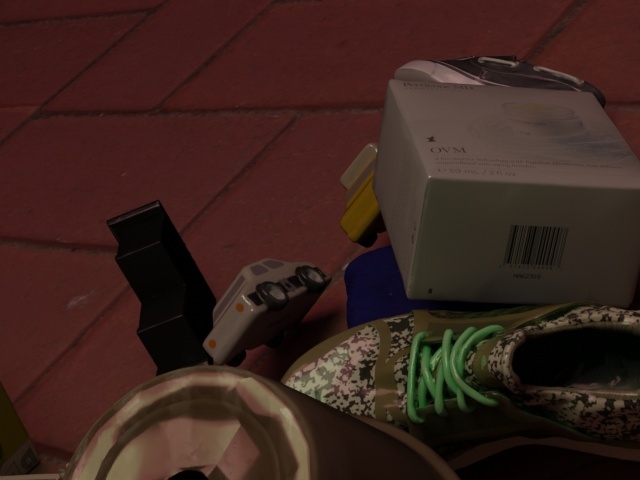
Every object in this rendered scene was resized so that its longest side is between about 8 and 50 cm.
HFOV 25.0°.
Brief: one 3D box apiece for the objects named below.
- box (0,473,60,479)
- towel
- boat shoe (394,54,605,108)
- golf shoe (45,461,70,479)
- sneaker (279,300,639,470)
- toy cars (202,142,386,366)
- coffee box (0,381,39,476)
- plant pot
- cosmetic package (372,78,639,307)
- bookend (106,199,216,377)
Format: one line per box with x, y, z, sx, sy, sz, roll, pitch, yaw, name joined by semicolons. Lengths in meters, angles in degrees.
-0.311;0.345;1.354;0.149;0.127;0.232;-8;35;31;box
0.140;0.093;1.452;0.228;0.076;0.308;-16;30;7;towel
0.219;-0.183;1.788;0.102;0.108;0.301;-41;34;-23;boat shoe
-0.227;0.312;1.251;0.115;0.140;0.306;-17;29;44;golf shoe
0.144;0.105;1.211;0.410;0.182;0.158;-7;68;17;sneaker
0.000;0.000;1.603;0.087;0.176;0.394;43;65;13;toy cars
-0.574;0.174;1.539;0.338;0.334;0.337;28;58;32;coffee box
-0.047;0.237;1.046;0.323;0.280;0.323;-11;56;16;plant pot
0.183;-0.052;1.431;0.224;0.138;0.224;2;28;-10;cosmetic package
-0.188;0.064;1.677;0.072;0.156;0.157;-21;30;10;bookend
